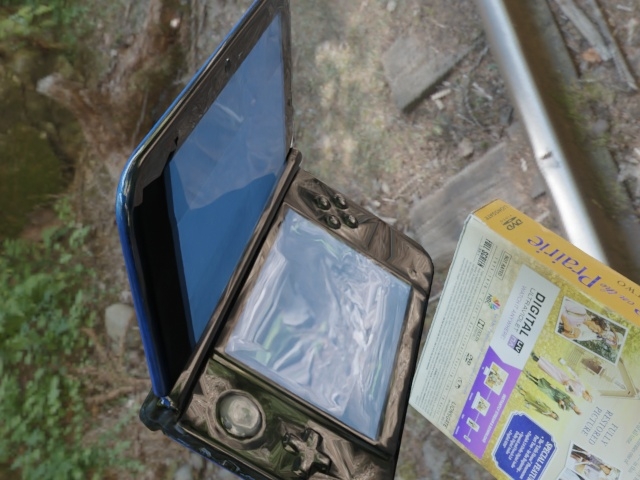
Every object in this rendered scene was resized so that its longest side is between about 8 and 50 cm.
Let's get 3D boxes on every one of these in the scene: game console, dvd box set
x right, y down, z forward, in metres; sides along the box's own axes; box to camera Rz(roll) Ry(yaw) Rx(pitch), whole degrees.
[{"bbox_3d":[0.000,0.000,0.531,0.173,0.250,0.293,-50,12,40],"label":"game console"},{"bbox_3d":[0.288,0.187,0.761,0.420,0.062,0.307,37,138,30],"label":"dvd box set"}]
